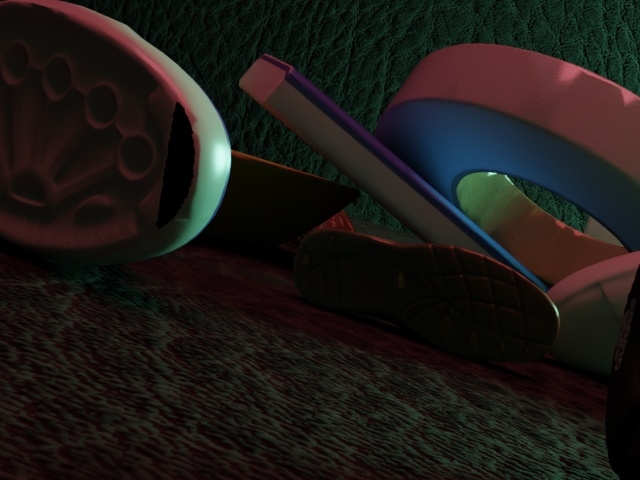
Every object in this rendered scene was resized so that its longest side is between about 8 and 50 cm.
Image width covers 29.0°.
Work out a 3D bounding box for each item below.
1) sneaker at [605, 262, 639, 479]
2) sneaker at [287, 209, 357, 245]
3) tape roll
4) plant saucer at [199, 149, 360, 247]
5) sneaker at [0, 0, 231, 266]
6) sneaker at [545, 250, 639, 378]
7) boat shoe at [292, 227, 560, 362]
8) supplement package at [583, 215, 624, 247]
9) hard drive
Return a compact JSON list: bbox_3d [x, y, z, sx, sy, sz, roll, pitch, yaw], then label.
[{"bbox_3d":[0.275,0.066,0.302,0.257,0.169,0.447,15,1,-11],"label":"sneaker"},{"bbox_3d":[0.000,0.000,1.272,0.042,0.067,0.118,18,32,-30],"label":"sneaker"},{"bbox_3d":[0.228,-0.027,1.157,0.392,0.072,0.392,31,-18,11],"label":"tape roll"},{"bbox_3d":[-0.178,-0.071,1.120,0.332,0.081,0.332,19,4,27],"label":"plant saucer"},{"bbox_3d":[-0.118,-0.059,0.736,0.322,0.130,0.236,12,4,37],"label":"sneaker"},{"bbox_3d":[0.289,0.079,0.843,0.290,0.106,0.123,1,39,16],"label":"sneaker"},{"bbox_3d":[0.072,0.031,0.795,0.178,0.064,0.060,16,4,23],"label":"boat shoe"},{"bbox_3d":[0.454,0.037,1.475,0.261,0.204,0.145,18,3,32],"label":"supplement package"},{"bbox_3d":[0.069,-0.045,1.111,0.318,0.040,0.210,39,3,-15],"label":"hard drive"}]
